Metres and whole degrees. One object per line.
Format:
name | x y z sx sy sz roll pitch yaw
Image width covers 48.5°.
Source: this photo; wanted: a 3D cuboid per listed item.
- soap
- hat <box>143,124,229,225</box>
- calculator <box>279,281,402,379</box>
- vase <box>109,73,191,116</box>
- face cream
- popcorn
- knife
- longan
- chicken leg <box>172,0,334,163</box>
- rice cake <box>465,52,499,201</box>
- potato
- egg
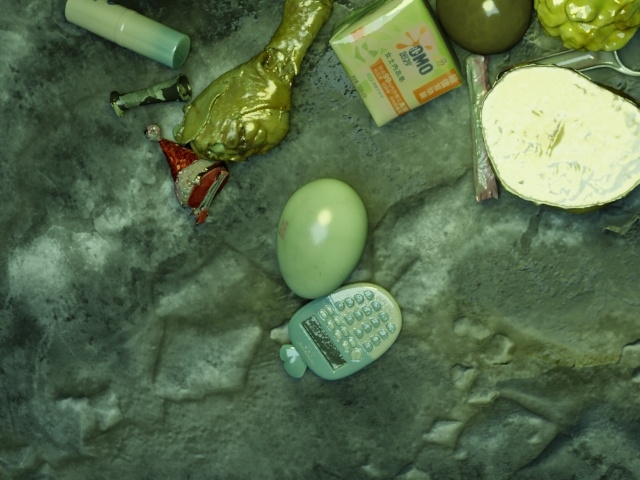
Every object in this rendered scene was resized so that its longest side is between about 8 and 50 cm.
soap | 0.140 -0.344 1.305 0.182 0.138 0.199 -26 113 19
hat | -0.298 -0.161 1.518 0.227 0.129 0.140 44 137 16
calculator | 0.039 0.205 1.568 0.302 0.042 0.188 -31 98 20
vase | -0.359 -0.305 1.497 0.166 0.059 0.059 -9 104 17
face cream | -0.393 -0.433 1.455 0.250 0.077 0.077 25 111 5
popcorn | 0.459 -0.461 1.180 0.225 0.174 0.286 28 94 6
knife | 0.462 -0.317 1.296 0.277 0.053 0.123 -11 98 18
longan | 0.289 -0.416 1.249 0.189 0.189 0.189 4 108 12
chicken leg | -0.106 -0.328 1.389 0.201 0.152 0.429 37 104 9
rice cake | 0.309 -0.212 1.354 0.051 0.081 0.290 0 107 27
potato | 0.434 -0.177 1.279 0.299 0.196 0.247 32 102 14
egg | 0.000 0.000 1.439 0.182 0.183 0.264 18 118 8
